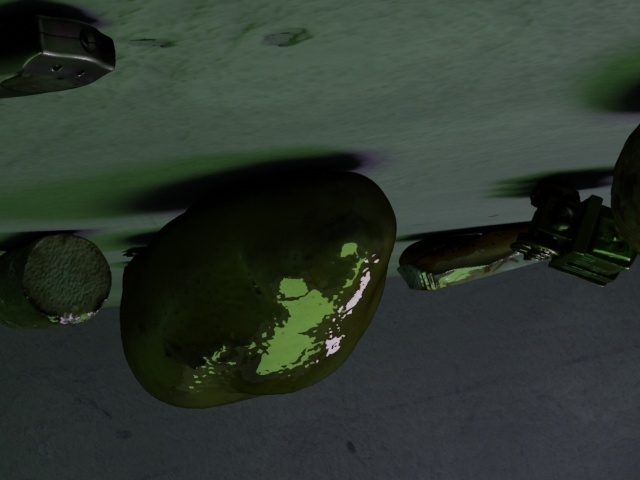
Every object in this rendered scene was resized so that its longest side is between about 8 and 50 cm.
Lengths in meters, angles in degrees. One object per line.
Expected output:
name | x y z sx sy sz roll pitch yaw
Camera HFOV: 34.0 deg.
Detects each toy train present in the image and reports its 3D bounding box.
toy train | 0.301 -0.006 1.222 0.137 0.090 0.225 21 178 7

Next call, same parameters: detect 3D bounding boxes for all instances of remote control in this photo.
remote control | -0.191 -0.067 0.476 0.212 0.028 0.059 -9 173 25

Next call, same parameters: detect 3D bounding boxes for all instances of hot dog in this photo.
hot dog | 0.261 0.021 1.743 0.270 0.081 0.162 -14 -176 -1

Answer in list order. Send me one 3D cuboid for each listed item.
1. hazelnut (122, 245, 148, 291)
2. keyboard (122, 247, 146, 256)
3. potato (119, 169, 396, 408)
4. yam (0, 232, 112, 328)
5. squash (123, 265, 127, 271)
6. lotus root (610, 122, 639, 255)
hazelnut | -0.147 0.072 1.333 0.212 0.180 0.181 12 -154 8
keyboard | -0.175 0.012 1.477 0.198 0.010 0.064 -4 176 -23
potato | -0.057 0.040 0.977 0.218 0.202 0.351 9 155 -28
yam | -0.328 0.052 1.221 0.107 0.107 0.194 -3 175 -35
squash | -0.242 0.067 1.699 0.094 0.094 0.224 -10 166 33
lotus root | 0.280 -0.043 0.716 0.154 0.154 0.278 -7 176 9
